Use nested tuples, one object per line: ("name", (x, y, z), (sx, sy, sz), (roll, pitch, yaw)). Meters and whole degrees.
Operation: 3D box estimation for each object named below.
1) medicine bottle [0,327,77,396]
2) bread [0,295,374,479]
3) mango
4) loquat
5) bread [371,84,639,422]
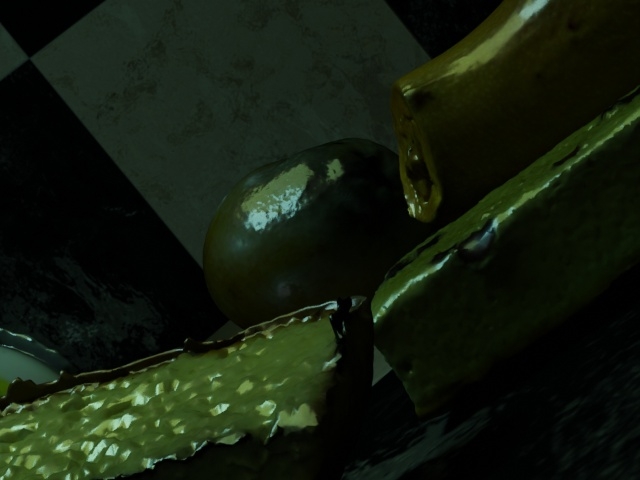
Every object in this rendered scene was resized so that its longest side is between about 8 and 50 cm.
("medicine bottle", (-0.268, 0.233, 0.817), (0.213, 0.213, 0.378), (-36, 5, 46))
("bread", (-0.076, 0.131, 0.732), (0.260, 0.134, 0.129), (-21, 23, 15))
("mango", (0.195, -0.126, 0.907), (0.359, 0.187, 0.144), (-40, 45, 18))
("loquat", (0.000, 0.000, 1.402), (0.227, 0.179, 0.179), (-26, 8, 24))
("bread", (0.182, -0.047, 0.781), (0.361, 0.077, 0.138), (-38, 3, 18))
